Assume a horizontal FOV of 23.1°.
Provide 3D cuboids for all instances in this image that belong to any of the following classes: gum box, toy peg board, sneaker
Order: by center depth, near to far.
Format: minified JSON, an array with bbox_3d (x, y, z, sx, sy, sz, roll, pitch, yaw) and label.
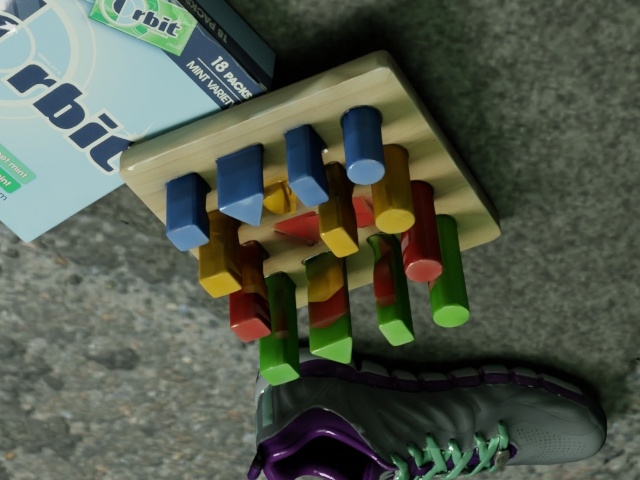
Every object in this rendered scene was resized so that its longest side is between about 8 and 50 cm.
[{"bbox_3d":[-0.144,-0.097,0.836,0.184,0.041,0.157,-29,123,28],"label":"gum box"},{"bbox_3d":[0.000,0.000,0.851,0.161,0.079,0.161,-20,139,18],"label":"toy peg board"},{"bbox_3d":[0.066,0.131,0.971,0.223,0.098,0.083,5,131,2],"label":"sneaker"}]
